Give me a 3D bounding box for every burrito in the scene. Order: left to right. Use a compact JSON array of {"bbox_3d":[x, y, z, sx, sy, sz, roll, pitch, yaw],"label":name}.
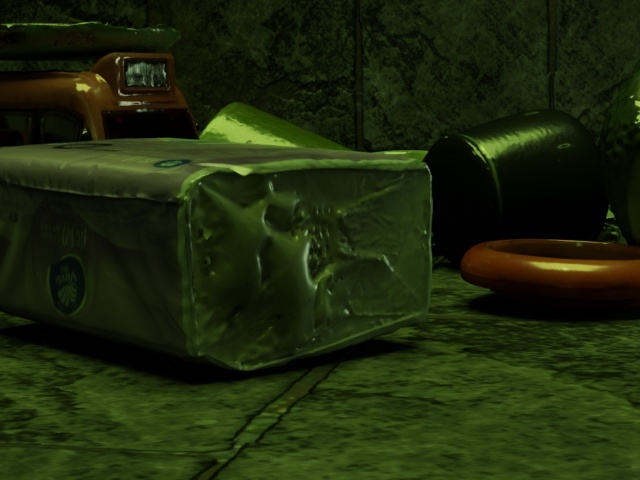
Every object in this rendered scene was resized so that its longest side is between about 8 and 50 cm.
[{"bbox_3d":[0.333,-0.021,1.908,0.074,0.044,0.118,-3,9,5],"label":"burrito"}]

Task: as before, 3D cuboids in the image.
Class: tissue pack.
[{"bbox_3d":[-0.101,0.002,1.256,0.242,0.160,0.338,-7,10,-38],"label":"tissue pack"}]

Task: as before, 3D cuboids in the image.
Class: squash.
[{"bbox_3d":[-0.008,-0.018,1.864,0.309,0.210,0.233,29,10,8],"label":"squash"}]

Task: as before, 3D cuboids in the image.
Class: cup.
[{"bbox_3d":[0.198,-0.047,1.715,0.176,0.169,0.223,-13,-6,-29],"label":"cup"}]

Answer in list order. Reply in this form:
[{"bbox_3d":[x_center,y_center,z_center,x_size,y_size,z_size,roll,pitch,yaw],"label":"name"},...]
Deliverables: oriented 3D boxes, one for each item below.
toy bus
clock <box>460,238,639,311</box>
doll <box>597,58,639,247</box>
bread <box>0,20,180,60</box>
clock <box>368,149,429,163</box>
[{"bbox_3d":[-0.326,-0.070,1.585,0.426,0.233,0.203,2,7,28],"label":"toy bus"},{"bbox_3d":[0.230,0.032,1.421,0.205,0.051,0.205,2,7,0],"label":"clock"},{"bbox_3d":[0.403,-0.117,1.548,0.247,0.247,0.349,1,33,15],"label":"doll"},{"bbox_3d":[-0.255,-0.198,1.561,0.228,0.034,0.228,-1,5,0],"label":"bread"},{"bbox_3d":[0.109,-0.086,2.203,0.170,0.069,0.232,-2,-7,-4],"label":"clock"}]
